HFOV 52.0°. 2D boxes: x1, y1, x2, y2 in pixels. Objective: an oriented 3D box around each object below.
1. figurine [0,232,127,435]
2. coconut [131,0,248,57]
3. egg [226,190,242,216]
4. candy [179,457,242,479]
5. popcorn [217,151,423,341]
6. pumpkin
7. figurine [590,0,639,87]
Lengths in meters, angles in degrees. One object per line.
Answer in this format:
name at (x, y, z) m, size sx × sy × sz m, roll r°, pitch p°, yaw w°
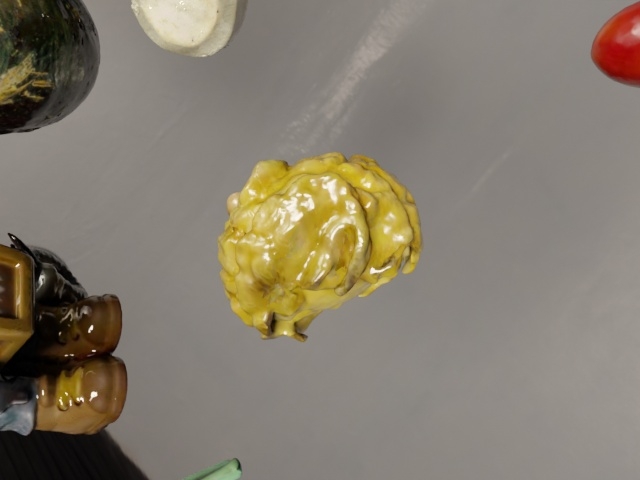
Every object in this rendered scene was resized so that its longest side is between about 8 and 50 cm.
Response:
figurine at (-0.311, 0.067, 0.411) m, size 0.382 × 0.261 × 0.186 m, roll 11°, pitch 133°, yaw -38°
coconut at (-0.184, -0.349, 0.938) m, size 0.161 × 0.162 × 0.161 m, roll 0°, pitch 116°, yaw 0°
egg at (-0.143, -0.060, 1.271) m, size 0.071 × 0.071 × 0.083 m, roll -43°, pitch 110°, yaw -1°
candy at (-0.145, 0.132, 0.229) m, size 0.262 × 0.077 × 0.073 m, roll -14°, pitch 177°, yaw -33°
popcorn at (0.000, 0.000, 0.771) m, size 0.250 × 0.190 × 0.250 m, roll -26°, pitch 149°, yaw -17°
pumpkin at (-0.655, -0.412, 1.269) m, size 0.454 × 0.454 × 0.344 m, roll -5°, pitch 145°, yaw -47°
figurine at (0.440, -0.190, 0.612) m, size 0.211 × 0.261 × 0.270 m, roll 6°, pitch 140°, yaw -14°
